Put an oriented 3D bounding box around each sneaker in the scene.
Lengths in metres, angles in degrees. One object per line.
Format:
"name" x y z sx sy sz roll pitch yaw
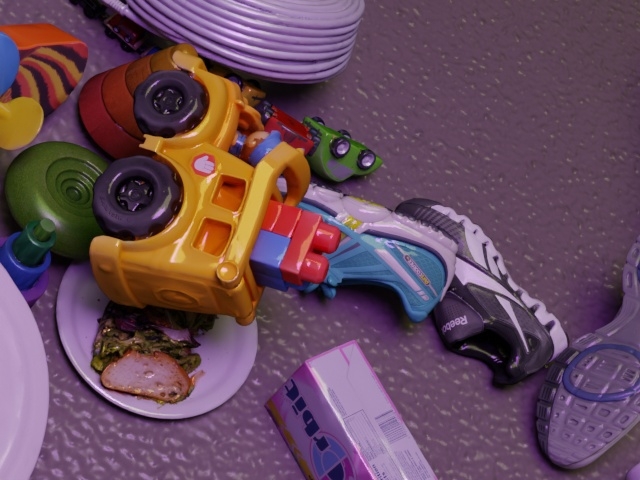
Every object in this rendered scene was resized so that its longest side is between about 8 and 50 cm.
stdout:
"sneaker" 0.332 0.126 1.545 0.111 0.129 0.297 28 69 30
"sneaker" 0.000 0.000 1.463 0.275 0.107 0.110 20 89 1
"sneaker" 0.151 0.057 1.521 0.234 0.078 0.106 47 50 3

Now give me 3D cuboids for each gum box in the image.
"gum box" 0.035 0.202 1.360 0.062 0.107 0.188 -21 72 -33

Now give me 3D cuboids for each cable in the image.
"cable" -0.079 -0.256 1.532 0.257 0.089 0.257 33 28 21

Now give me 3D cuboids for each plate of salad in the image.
"plate of salad" -0.149 0.072 1.385 0.200 0.048 0.200 12 57 -19

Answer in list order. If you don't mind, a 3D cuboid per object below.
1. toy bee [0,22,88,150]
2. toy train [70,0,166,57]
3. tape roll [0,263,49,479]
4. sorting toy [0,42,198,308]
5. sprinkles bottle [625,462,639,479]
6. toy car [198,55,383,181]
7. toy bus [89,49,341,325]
"toy bee" -0.361 -0.142 1.360 0.298 0.162 0.195 12 19 -36
"toy train" -0.201 -0.219 1.538 0.158 0.036 0.027 43 53 2
"tape roll" -0.360 0.120 1.158 0.286 0.100 0.286 8 77 -36
"sorting toy" -0.200 -0.080 1.365 0.127 0.126 0.365 39 42 -9
"sprinkles bottle" 0.428 0.368 1.445 0.121 0.121 0.355 -10 67 -30
"toy car" -0.027 -0.106 1.510 0.225 0.053 0.239 23 13 -41
"toy bus" -0.077 -0.037 1.308 0.211 0.149 0.220 13 68 13
